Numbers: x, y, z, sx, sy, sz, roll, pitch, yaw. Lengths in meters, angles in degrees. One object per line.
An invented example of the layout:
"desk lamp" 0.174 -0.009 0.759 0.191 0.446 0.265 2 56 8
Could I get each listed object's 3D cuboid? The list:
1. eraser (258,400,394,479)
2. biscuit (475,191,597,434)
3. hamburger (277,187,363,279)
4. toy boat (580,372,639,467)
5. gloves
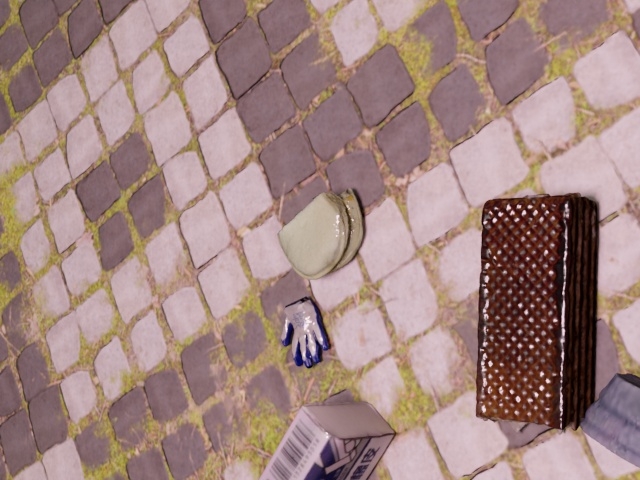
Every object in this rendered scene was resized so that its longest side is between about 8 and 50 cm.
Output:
"eraser" -0.015 0.286 1.350 0.068 0.124 0.210 43 113 33
"biscuit" 0.223 0.077 1.206 0.106 0.070 0.252 0 86 41
"hamburger" 0.003 0.000 1.412 0.121 0.054 0.084 -35 69 35
"toy boat" 0.360 0.197 1.042 0.283 0.127 0.078 23 100 41
"gloves" -0.021 0.115 1.437 0.064 0.026 0.086 -29 73 36
